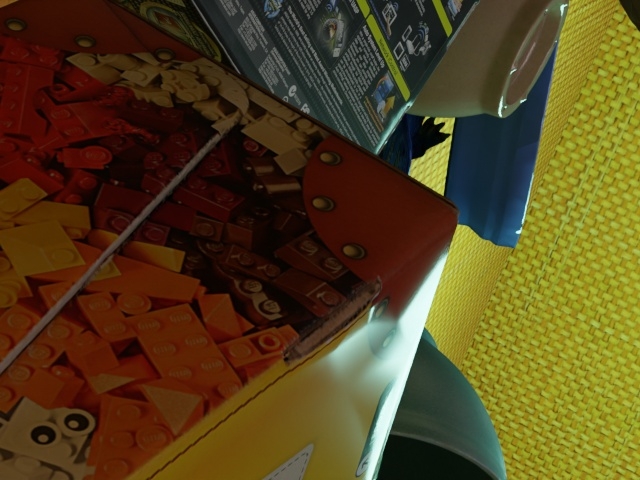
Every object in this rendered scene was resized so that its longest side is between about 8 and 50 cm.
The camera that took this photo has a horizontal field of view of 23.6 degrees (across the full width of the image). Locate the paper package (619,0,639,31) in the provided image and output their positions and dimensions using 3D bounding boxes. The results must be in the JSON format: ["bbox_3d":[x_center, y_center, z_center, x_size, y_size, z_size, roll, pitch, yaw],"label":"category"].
[{"bbox_3d":[0.318,-0.361,1.108,0.309,0.324,0.168,59,8,-35],"label":"paper package"}]

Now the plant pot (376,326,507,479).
[{"bbox_3d":[0.026,0.181,1.411,0.293,0.293,0.196,102,-9,-46],"label":"plant pot"}]

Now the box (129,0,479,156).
[{"bbox_3d":[0.000,-0.168,0.822,0.216,0.060,0.270,-58,148,-15],"label":"box"}]

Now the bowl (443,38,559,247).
[{"bbox_3d":[0.177,-0.191,1.428,0.391,0.077,0.391,9,90,-85],"label":"bowl"}]

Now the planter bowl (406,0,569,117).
[{"bbox_3d":[0.101,-0.150,1.044,0.162,0.109,0.162,-53,162,-26],"label":"planter bowl"}]

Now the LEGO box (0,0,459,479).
[{"bbox_3d":[-0.176,0.204,0.591,0.372,0.193,0.500,-35,149,-45],"label":"LEGO box"}]

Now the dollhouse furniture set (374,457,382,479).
[{"bbox_3d":[-0.015,0.161,1.085,0.197,0.151,0.302,-72,156,-57],"label":"dollhouse furniture set"}]

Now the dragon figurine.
[{"bbox_3d":[0.055,-0.094,1.330,0.144,0.085,0.289,-49,160,-49],"label":"dragon figurine"}]
